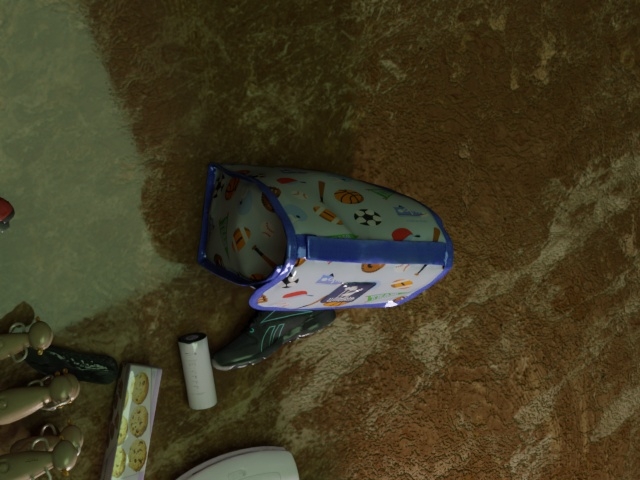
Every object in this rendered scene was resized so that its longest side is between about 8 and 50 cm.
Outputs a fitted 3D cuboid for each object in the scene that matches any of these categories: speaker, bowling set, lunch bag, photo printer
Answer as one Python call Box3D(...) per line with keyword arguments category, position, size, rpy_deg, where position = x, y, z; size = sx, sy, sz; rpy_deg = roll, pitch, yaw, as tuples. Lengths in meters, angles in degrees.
Box3D(category="speaker", position=(-0.229, 0.245, 1.821), size=(0.055, 0.055, 0.136), rpy_deg=(-15, 105, -25))
Box3D(category="bowling set", position=(-0.456, 0.286, 1.644), size=(0.154, 0.200, 0.287), rpy_deg=(-16, 66, 8))
Box3D(category="lunch bag", position=(0.000, 0.000, 1.711), size=(0.327, 0.385, 0.239), rpy_deg=(2, 98, -29))
Box3D(category="photo printer", position=(-0.154, 0.557, 1.886), size=(0.256, 0.107, 0.308), rpy_deg=(-12, 104, -26))

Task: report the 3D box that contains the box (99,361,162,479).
Box3D(category="box", position=(-0.348, 0.382, 1.748), size=(0.067, 0.063, 0.324), rpy_deg=(13, 83, -28))

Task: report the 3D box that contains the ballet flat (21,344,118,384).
Box3D(category="ballet flat", position=(-0.442, 0.215, 1.720), size=(0.173, 0.049, 0.057), rpy_deg=(19, 117, -24))

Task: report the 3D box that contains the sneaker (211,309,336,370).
Box3D(category="sneaker", position=(-0.101, 0.161, 1.865), size=(0.267, 0.101, 0.106), rpy_deg=(-26, 96, -28))

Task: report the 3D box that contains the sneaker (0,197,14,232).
Box3D(category="sneaker", position=(-0.632, -0.020, 1.540), size=(0.276, 0.097, 0.135), rpy_deg=(-35, 113, -20))
